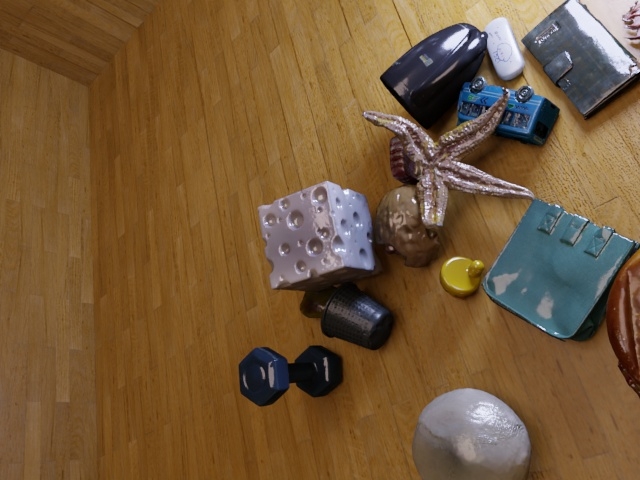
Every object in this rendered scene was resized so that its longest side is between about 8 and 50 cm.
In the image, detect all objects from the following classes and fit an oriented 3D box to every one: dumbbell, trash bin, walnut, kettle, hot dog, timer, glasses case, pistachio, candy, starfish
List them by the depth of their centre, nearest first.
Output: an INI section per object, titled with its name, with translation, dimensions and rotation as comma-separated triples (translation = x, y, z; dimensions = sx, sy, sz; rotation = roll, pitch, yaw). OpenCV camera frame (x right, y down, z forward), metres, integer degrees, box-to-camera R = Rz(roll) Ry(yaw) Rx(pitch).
[hot dog]
translation = 0.680, 0.166, 1.068
dimensions = 0.223, 0.185, 0.405
rotation = -8, 72, 38
[candy]
translation = 0.337, 0.479, 1.289
dimensions = 0.295, 0.185, 0.295
rotation = -8, 77, 39
[timer]
translation = 0.362, 0.090, 1.439
dimensions = 0.107, 0.109, 0.107
rotation = 0, 62, 0
[starfish]
translation = 0.317, -0.207, 1.441
dimensions = 0.384, 0.132, 0.398
rotation = -15, 67, 28
[glasses case]
translation = 0.505, -0.529, 1.545
dimensions = 0.076, 0.049, 0.197
rotation = -26, 60, 34
[kettle]
translation = 0.341, -0.473, 1.557
dimensions = 0.290, 0.207, 0.268
rotation = -41, 15, 12
[walnut]
translation = 0.224, -0.048, 1.558
dimensions = 0.238, 0.141, 0.204
rotation = 48, 136, 43
[trash bin]
translation = 0.115, 0.225, 1.597
dimensions = 0.161, 0.175, 0.175
rotation = 22, 92, 34
[dumbbell]
translation = -0.080, 0.381, 1.608
dimensions = 0.156, 0.316, 0.144
rotation = 23, 97, 38
[pistachio]
translation = 0.006, 0.189, 1.740
dimensions = 0.189, 0.100, 0.110
rotation = -2, 79, 44

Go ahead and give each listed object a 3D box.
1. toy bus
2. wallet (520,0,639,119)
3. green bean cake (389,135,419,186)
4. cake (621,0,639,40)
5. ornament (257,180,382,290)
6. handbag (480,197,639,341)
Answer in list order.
[toy bus]
translation = 0.479, -0.336, 1.464
dimensions = 0.246, 0.113, 0.134
rotation = 27, 101, 42
[wallet]
translation = 0.645, -0.463, 1.399
dimensions = 0.169, 0.044, 0.317
rotation = -40, 53, 28
[green bean cake]
translation = 0.253, -0.228, 1.620
dimensions = 0.056, 0.135, 0.135
rotation = -15, 69, 40
[cake]
translation = 0.799, -0.510, 1.235
dimensions = 0.287, 0.135, 0.098
rotation = 12, 99, 53
[ornament]
translation = 0.000, 0.000, 1.577
dimensions = 0.239, 0.239, 0.240
rotation = -18, 75, 28
[handbag]
translation = 0.548, 0.071, 1.288
dimensions = 0.268, 0.100, 0.274
rotation = 32, 98, 47
